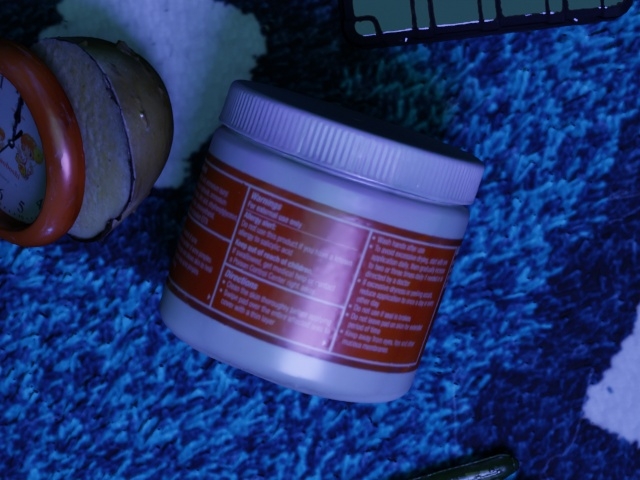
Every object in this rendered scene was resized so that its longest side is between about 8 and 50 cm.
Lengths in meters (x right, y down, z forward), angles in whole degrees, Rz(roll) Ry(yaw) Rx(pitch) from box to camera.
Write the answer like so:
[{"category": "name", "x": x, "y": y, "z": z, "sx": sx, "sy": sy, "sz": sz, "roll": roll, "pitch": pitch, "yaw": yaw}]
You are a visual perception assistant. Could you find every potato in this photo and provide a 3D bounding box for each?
[{"category": "potato", "x": -0.201, "y": -0.109, "z": 1.447, "sx": 0.182, "sy": 0.117, "sz": 0.202, "roll": 2, "pitch": 109, "yaw": 46}]

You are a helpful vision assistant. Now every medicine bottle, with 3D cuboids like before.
[{"category": "medicine bottle", "x": 0.000, "y": 0.000, "z": 1.390, "sx": 0.252, "sy": 0.252, "sz": 0.241, "roll": 19, "pitch": 99, "yaw": -2}]

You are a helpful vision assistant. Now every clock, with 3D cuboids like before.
[{"category": "clock", "x": -0.294, "y": -0.093, "z": 1.430, "sx": 0.205, "sy": 0.051, "sz": 0.205, "roll": 19, "pitch": 119, "yaw": 38}]

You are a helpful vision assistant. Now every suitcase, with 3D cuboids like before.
[{"category": "suitcase", "x": 0.153, "y": -0.300, "z": 1.438, "sx": 0.285, "sy": 0.066, "sz": 0.206, "roll": -6, "pitch": 98, "yaw": 1}]

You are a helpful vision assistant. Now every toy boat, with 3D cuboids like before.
[{"category": "toy boat", "x": 0.123, "y": 0.289, "z": 1.533, "sx": 0.210, "sy": 0.052, "sz": 0.104, "roll": -16, "pitch": 101, "yaw": 2}]
